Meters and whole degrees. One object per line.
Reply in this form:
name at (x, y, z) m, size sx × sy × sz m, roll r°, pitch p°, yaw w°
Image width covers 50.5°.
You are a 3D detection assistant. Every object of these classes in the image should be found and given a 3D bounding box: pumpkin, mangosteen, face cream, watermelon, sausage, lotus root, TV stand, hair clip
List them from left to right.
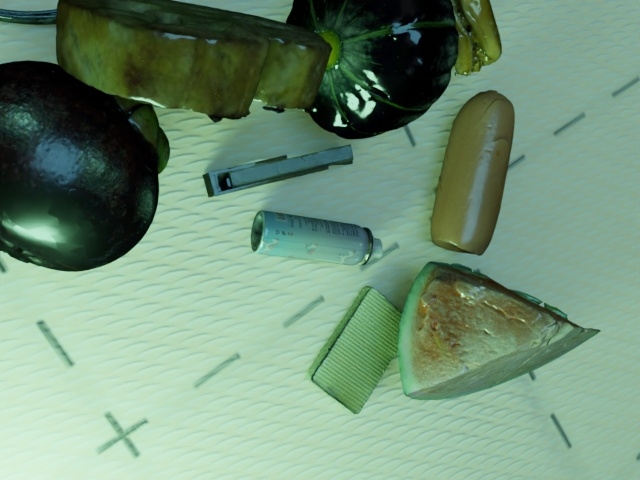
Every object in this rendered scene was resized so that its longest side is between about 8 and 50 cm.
hair clip at (-0.407, -0.346, 1.014) m, size 0.230 × 0.039 × 0.070 m, roll -13°, pitch 96°, yaw -21°
mangosteen at (-0.349, -0.111, 0.901) m, size 0.300 × 0.300 × 0.300 m, roll 0°, pitch 89°, yaw -23°
lotus root at (-0.182, -0.269, 0.931) m, size 0.390 × 0.375 × 0.111 m, roll -32°, pitch 137°, yaw -58°
TV stand at (-0.068, -0.121, 1.145) m, size 0.257 × 0.049 × 0.040 m, roll -16°, pitch 96°, yaw -23°
face cream at (0.000, 0.000, 1.156) m, size 0.229 × 0.075 × 0.075 m, roll 8°, pitch 86°, yaw -21°
pumpkin at (0.098, -0.320, 1.101) m, size 0.296 × 0.296 × 0.295 m, roll 0°, pitch 89°, yaw -23°
sausage at (0.284, -0.125, 1.251) m, size 0.121 × 0.121 × 0.304 m, roll 17°, pitch 83°, yaw -21°
watermelon at (0.295, 0.137, 1.224) m, size 0.319 × 0.292 × 0.222 m, roll -31°, pitch 67°, yaw 17°

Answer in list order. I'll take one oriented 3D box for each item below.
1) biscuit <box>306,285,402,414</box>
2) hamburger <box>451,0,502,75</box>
biscuit at (0.071, 0.193, 1.201) m, size 0.121 × 0.040 × 0.199 m, roll 41°, pitch 75°, yaw -21°
hamburger at (0.246, -0.400, 1.199) m, size 0.108 × 0.214 × 0.213 m, roll -19°, pitch 98°, yaw 17°
